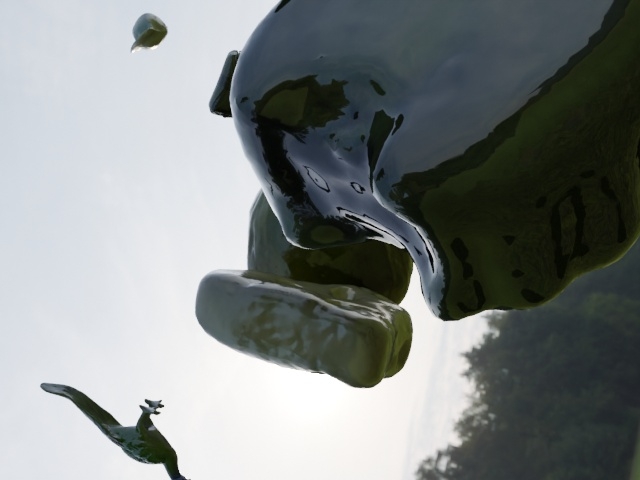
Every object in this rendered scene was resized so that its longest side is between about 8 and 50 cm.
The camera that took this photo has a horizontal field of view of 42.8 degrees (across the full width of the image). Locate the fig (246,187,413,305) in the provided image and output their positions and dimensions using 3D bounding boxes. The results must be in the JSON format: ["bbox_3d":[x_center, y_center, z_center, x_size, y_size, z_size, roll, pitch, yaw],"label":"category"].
[{"bbox_3d":[0.011,0.001,1.572,0.343,0.344,0.343,9,-90,-68],"label":"fig"}]

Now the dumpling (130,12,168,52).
[{"bbox_3d":[-0.231,-0.270,1.080,0.043,0.059,0.077,38,-163,-40],"label":"dumpling"}]

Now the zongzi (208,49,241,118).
[{"bbox_3d":[-0.104,-0.228,1.255,0.052,0.113,0.104,-106,39,-63],"label":"zongzi"}]

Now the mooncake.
[{"bbox_3d":[0.109,-0.110,0.664,0.187,0.352,0.351,59,-136,-43],"label":"mooncake"}]

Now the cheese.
[{"bbox_3d":[-0.023,0.125,1.317,0.351,0.329,0.129,1,-75,-75],"label":"cheese"}]

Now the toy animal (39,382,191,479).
[{"bbox_3d":[-0.233,0.211,0.974,0.075,0.217,0.041,-55,-4,12],"label":"toy animal"}]
